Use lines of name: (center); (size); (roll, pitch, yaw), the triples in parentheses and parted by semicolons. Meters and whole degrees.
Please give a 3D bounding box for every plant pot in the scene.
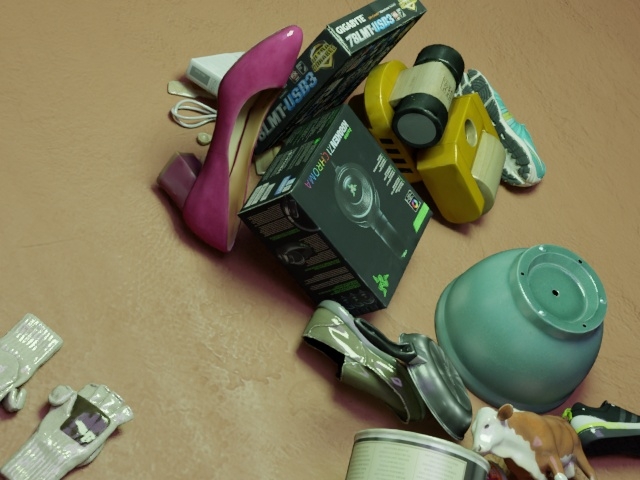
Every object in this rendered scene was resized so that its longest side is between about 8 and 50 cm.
plant pot: (0.370, 0.128, 1.900); (0.293, 0.196, 0.293); (12, 54, -16)

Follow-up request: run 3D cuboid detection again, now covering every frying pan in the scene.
frying pan: (0.153, 0.183, 1.748); (0.326, 0.053, 0.197); (53, 14, -24)

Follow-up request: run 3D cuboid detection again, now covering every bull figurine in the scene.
bull figurine: (0.347, 0.344, 1.737); (0.310, 0.101, 0.188); (9, 51, -57)

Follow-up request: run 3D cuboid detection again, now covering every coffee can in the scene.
coffee can: (0.113, 0.424, 1.524); (0.201, 0.201, 0.275); (20, 67, -11)

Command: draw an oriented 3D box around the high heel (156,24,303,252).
high heel: (-0.106, -0.163, 1.794); (0.181, 0.377, 0.127); (47, 27, 17)

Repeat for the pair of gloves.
pair of gloves: (-0.411, 0.229, 1.568); (0.240, 0.042, 0.204); (44, 51, 10)

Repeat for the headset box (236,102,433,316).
headset box: (0.037, -0.037, 1.847); (0.283, 0.131, 0.246); (51, 45, -22)

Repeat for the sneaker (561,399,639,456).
sneaker: (0.529, 0.315, 1.914); (0.235, 0.084, 0.097); (7, 44, -26)

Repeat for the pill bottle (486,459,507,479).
pill bottle: (0.211, 0.396, 1.709); (0.152, 0.086, 0.086); (-6, 60, -28)

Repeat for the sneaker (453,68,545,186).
sneaker: (0.359, -0.223, 2.225); (0.110, 0.107, 0.275); (-7, 64, -51)

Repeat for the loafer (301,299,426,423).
loafer: (0.065, 0.211, 1.780); (0.251, 0.094, 0.087); (44, 65, 12)

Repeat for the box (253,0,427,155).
box: (0.021, -0.300, 1.942); (0.073, 0.295, 0.293); (48, 40, 1)

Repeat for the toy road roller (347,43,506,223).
toy road roller: (0.181, -0.190, 2.069); (0.329, 0.241, 0.202); (54, 41, -33)

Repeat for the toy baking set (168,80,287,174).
toy baking set: (-0.161, -0.213, 2.001); (0.197, 0.030, 0.256); (-20, 67, -34)

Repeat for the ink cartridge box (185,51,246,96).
ink cartridge box: (-0.144, -0.296, 2.046); (0.145, 0.045, 0.179); (34, 25, 19)
